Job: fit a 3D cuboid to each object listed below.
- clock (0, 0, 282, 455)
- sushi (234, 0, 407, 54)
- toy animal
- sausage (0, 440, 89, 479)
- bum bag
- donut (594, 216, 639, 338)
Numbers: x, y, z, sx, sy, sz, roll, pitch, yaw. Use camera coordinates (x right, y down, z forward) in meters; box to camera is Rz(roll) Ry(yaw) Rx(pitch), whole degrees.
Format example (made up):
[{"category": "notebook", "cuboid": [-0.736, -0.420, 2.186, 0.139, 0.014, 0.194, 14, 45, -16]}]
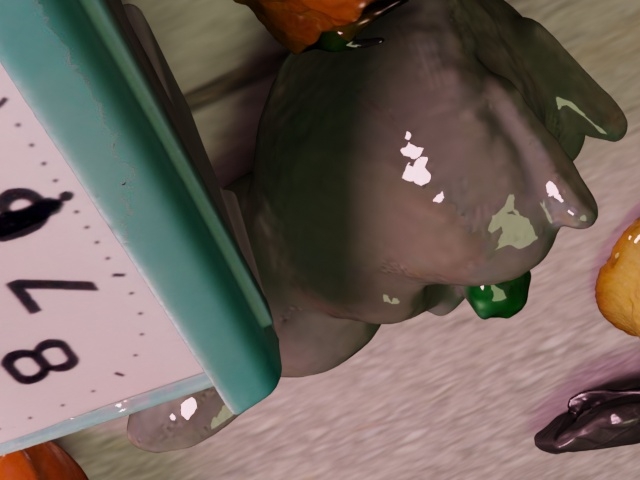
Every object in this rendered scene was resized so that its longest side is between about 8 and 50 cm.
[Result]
[{"category": "clock", "cuboid": [-0.154, -0.018, 0.470, 0.231, 0.116, 0.262, -18, 145, 4]}, {"category": "sushi", "cuboid": [0.039, -0.149, 0.402, 0.140, 0.149, 0.287, 25, 150, -21]}, {"category": "toy animal", "cuboid": [-0.001, -0.003, 0.624, 0.251, 0.127, 0.125, -35, 161, 34]}, {"category": "sausage", "cuboid": [-0.165, 0.176, 0.744, 0.089, 0.089, 0.179, 9, 121, -43]}, {"category": "bum bag", "cuboid": [0.229, 0.100, 0.967, 0.197, 0.049, 0.087, -11, 166, -26]}, {"category": "donut", "cuboid": [0.250, 0.014, 0.845, 0.184, 0.073, 0.166, 7, 130, -43]}]
